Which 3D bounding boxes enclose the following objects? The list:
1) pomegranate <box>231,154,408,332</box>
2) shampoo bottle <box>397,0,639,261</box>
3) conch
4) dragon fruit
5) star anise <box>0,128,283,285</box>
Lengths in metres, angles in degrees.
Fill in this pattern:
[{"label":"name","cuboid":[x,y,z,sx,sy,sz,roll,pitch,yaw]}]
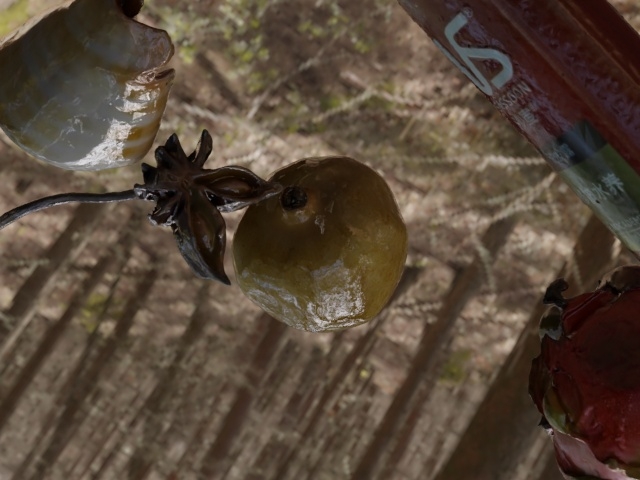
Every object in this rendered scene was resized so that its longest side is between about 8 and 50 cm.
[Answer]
[{"label":"pomegranate","cuboid":[0.003,0.004,1.507,0.233,0.233,0.233,29,159,12]},{"label":"shampoo bottle","cuboid":[0.129,-0.105,0.696,0.314,0.076,0.118,46,171,-2]},{"label":"conch","cuboid":[-0.215,-0.137,1.053,0.158,0.127,0.255,61,156,6]},{"label":"dragon fruit","cuboid":[0.312,0.124,1.119,0.228,0.307,0.243,8,134,18]},{"label":"star anise","cuboid":[-0.180,-0.015,1.172,0.219,0.148,0.227,1,171,-34]}]
